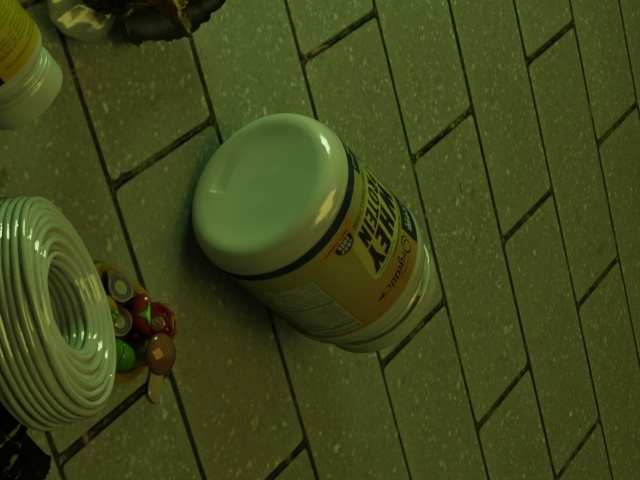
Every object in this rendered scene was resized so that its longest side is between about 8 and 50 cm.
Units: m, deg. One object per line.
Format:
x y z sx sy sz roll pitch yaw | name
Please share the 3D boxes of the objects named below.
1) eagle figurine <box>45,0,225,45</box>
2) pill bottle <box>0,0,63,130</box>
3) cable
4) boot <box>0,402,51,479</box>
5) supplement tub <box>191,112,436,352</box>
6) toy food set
-0.185 -0.339 1.834 0.226 0.225 0.298 -59 -166 19 | eagle figurine
-0.366 -0.219 1.593 0.208 0.119 0.119 53 49 -41 | pill bottle
-0.301 0.073 1.644 0.257 0.089 0.257 -80 152 -66 | cable
-0.332 0.222 1.715 0.121 0.045 0.099 -59 136 -33 | boot
0.000 0.000 2.035 0.316 0.228 0.228 42 57 -48 | supplement tub
-0.222 0.108 1.849 0.218 0.071 0.128 40 59 -49 | toy food set
